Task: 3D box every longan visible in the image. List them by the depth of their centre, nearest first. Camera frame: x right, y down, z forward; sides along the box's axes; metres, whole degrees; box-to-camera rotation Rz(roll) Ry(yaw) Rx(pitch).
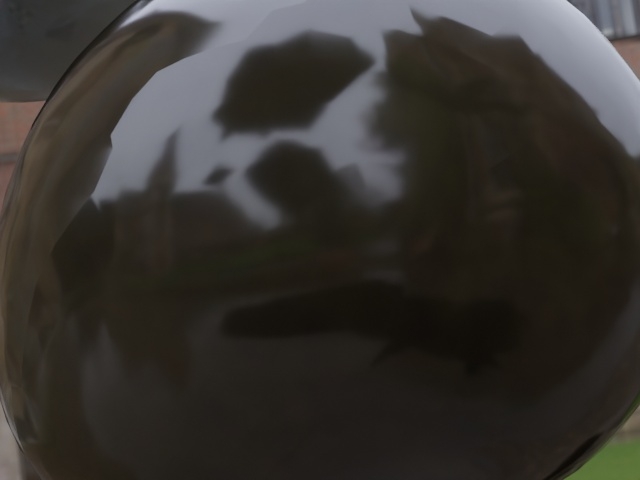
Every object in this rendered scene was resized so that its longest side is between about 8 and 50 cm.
[{"bbox_3d":[0.000,0.000,0.451,0.220,0.197,0.196,-25,-8,7],"label":"longan"}]

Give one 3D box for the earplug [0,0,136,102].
[{"bbox_3d":[-0.124,-0.213,0.794,0.325,0.214,0.175,-51,4,-15],"label":"earplug"}]
